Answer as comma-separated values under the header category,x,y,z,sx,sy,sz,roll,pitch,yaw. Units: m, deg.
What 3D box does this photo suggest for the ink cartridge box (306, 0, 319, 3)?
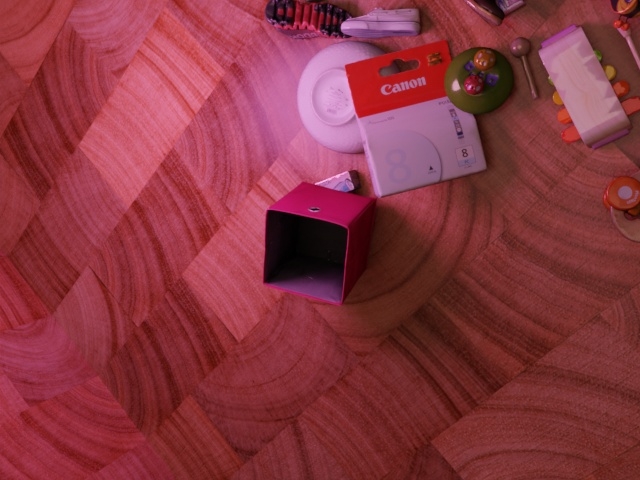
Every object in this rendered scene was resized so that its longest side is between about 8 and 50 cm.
category,x,y,z,sx,sy,sz,roll,pitch,yaw
ink cartridge box,-0.011,-0.792,1.907,0.099,0.056,0.135,-16,93,28

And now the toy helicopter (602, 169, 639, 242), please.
category,x,y,z,sx,sy,sz,roll,pitch,yaw
toy helicopter,0.885,-0.119,1.550,0.355,0.140,0.235,-37,76,15

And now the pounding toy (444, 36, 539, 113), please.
category,x,y,z,sx,sy,sz,roll,pitch,yaw
pounding toy,0.444,-0.438,1.677,0.237,0.110,0.183,-11,85,11

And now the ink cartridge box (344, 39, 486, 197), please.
category,x,y,z,sx,sy,sz,roll,pitch,yaw
ink cartridge box,0.260,-0.338,1.762,0.308,0.091,0.385,-15,95,-3

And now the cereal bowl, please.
category,x,y,z,sx,sy,sz,roll,pitch,yaw
cereal bowl,0.073,-0.421,1.889,0.339,0.141,0.339,5,101,25

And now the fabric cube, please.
category,x,y,z,sx,sy,sz,roll,pitch,yaw
fabric cube,0.000,0.000,1.899,0.254,0.258,0.259,14,117,18

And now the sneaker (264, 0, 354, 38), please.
category,x,y,z,sx,sy,sz,roll,pitch,yaw
sneaker,-0.026,-0.655,1.921,0.276,0.135,0.097,10,92,1

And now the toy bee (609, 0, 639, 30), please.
category,x,y,z,sx,sy,sz,roll,pitch,yaw
toy bee,0.704,-0.585,1.493,0.195,0.298,0.162,16,114,-11

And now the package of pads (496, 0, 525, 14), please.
category,x,y,z,sx,sy,sz,roll,pitch,yaw
package of pads,0.495,-0.630,1.699,0.083,0.032,0.050,-25,91,28

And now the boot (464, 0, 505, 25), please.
category,x,y,z,sx,sy,sz,roll,pitch,yaw
boot,0.448,-0.702,1.658,0.207,0.090,0.248,-45,63,23

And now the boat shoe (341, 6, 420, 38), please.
category,x,y,z,sx,sy,sz,roll,pitch,yaw
boat shoe,0.173,-0.627,1.832,0.226,0.083,0.075,4,87,5

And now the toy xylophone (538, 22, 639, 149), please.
category,x,y,z,sx,sy,sz,roll,pitch,yaw
toy xylophone,0.694,-0.399,1.614,0.236,0.081,0.322,-18,91,28

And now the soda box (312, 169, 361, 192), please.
category,x,y,z,sx,sy,sz,roll,pitch,yaw
soda box,0.030,-0.163,2.005,0.183,0.058,0.063,-19,91,29
